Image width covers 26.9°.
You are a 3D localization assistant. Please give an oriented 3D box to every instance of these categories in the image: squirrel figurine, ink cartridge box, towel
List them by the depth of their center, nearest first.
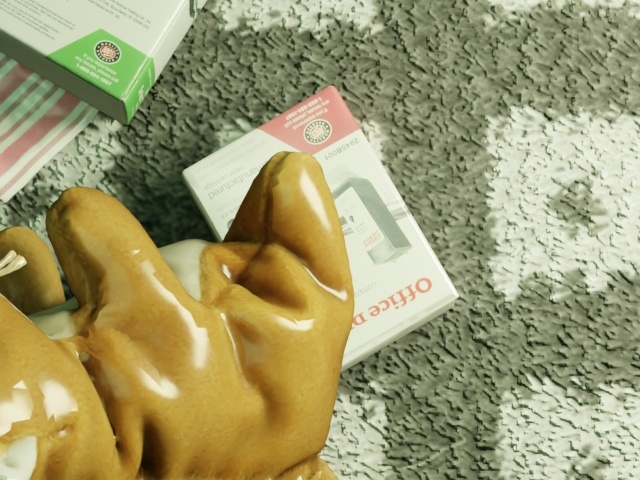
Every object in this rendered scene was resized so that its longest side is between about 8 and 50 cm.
[{"bbox_3d":[-0.152,0.159,0.986,0.281,0.370,0.397,-15,93,32],"label":"squirrel figurine"},{"bbox_3d":[0.000,0.000,1.172,0.158,0.092,0.218,-30,85,-2],"label":"ink cartridge box"},{"bbox_3d":[-0.183,-0.234,1.192,0.153,0.087,0.208,31,78,1],"label":"ink cartridge box"},{"bbox_3d":[-0.309,-0.148,1.229,0.197,0.029,0.144,43,87,6],"label":"towel"}]
